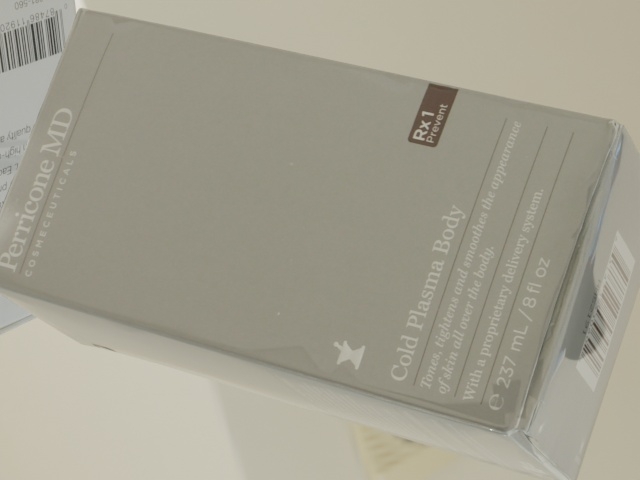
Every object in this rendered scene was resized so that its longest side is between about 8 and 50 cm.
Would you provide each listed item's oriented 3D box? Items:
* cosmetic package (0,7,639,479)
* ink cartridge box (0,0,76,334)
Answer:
[{"bbox_3d":[0.000,0.000,0.780,0.107,0.238,0.127,44,-118,-65],"label":"cosmetic package"},{"bbox_3d":[-0.207,-0.060,1.039,0.160,0.092,0.219,-25,-60,-43],"label":"ink cartridge box"}]
